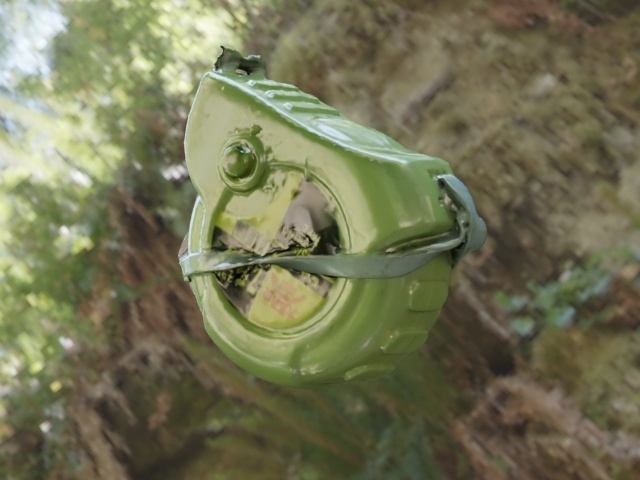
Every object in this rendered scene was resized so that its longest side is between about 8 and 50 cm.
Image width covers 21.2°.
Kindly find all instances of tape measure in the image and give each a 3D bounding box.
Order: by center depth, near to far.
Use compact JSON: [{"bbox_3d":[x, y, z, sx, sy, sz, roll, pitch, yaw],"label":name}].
[{"bbox_3d":[0.000,0.000,1.025,0.106,0.200,0.175,0,-67,-57],"label":"tape measure"}]
